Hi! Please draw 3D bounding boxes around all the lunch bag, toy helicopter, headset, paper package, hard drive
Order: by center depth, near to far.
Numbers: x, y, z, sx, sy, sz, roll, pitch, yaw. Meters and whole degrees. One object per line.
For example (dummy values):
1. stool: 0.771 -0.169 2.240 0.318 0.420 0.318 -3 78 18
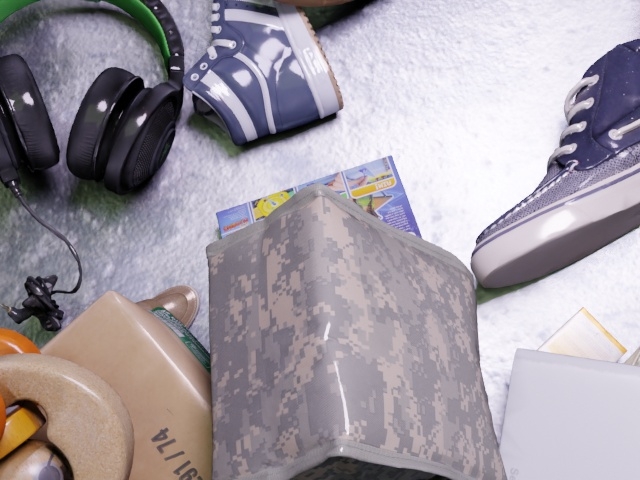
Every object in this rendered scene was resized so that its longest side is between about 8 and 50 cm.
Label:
1. toy helicopter: -0.260 0.261 0.737 0.235 0.140 0.355 28 96 -5
2. lunch bag: 0.049 0.119 0.811 0.169 0.287 0.235 -29 53 34
3. hard drive: 0.310 0.218 0.814 0.307 0.040 0.203 6 79 27
4. paper package: -0.178 0.260 0.863 0.309 0.168 0.325 -43 84 -4
5. headset: -0.276 -0.109 1.001 0.243 0.185 0.394 4 68 -8

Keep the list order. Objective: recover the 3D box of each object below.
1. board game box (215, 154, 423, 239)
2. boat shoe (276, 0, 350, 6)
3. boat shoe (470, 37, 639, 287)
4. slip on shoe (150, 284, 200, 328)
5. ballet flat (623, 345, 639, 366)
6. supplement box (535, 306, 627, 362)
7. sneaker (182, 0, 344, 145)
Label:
1. board game box: 0.000 0.000 0.965 0.201 0.035 0.136 -18 55 3
2. boat shoe: 0.056 -0.353 0.999 0.341 0.121 0.110 -27 61 -26
3. boat shoe: 0.276 -0.088 0.943 0.340 0.127 0.158 -26 69 -8
4. slip on shoe: -0.189 0.093 0.986 0.135 0.041 0.051 -32 76 -1
5. ballet flat: 0.327 0.137 0.895 0.086 0.086 0.248 26 82 12
6. supplement box: 0.249 0.123 0.930 0.098 0.036 0.062 -41 75 -3
7. sneaker: -0.100 -0.238 1.023 0.153 0.099 0.282 -26 79 -2
